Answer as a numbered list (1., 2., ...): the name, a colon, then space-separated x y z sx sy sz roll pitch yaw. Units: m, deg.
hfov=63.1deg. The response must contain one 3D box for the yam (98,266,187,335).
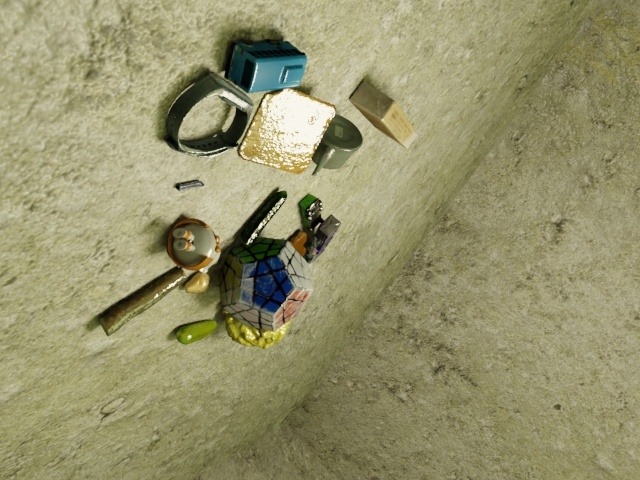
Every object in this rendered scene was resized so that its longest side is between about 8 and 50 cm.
1. yam: -0.495 0.167 1.477 0.274 0.061 0.061 -37 155 -30

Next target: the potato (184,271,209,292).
1. potato: -0.386 0.135 1.637 0.083 0.062 0.068 -17 131 -17

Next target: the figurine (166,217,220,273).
1. figurine: -0.332 0.019 1.450 0.143 0.143 0.271 -52 156 7

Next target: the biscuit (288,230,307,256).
1. biscuit: -0.151 0.080 1.997 0.290 0.041 0.208 -53 159 8

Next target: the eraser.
1. eraser: 0.224 -0.415 1.768 0.078 0.144 0.343 -54 158 9

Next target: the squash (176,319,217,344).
1. squash: -0.431 0.316 1.834 0.066 0.066 0.201 -57 163 19

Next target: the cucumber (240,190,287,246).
1. cucumber: -0.179 -0.077 1.673 0.052 0.058 0.215 38 90 -34

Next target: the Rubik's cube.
1. Rubik's cube: -0.184 0.142 1.740 0.319 0.319 0.264 -47 -176 -6

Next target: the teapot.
1. teapot: 0.032 -0.291 1.621 0.149 0.162 0.239 -59 -175 44

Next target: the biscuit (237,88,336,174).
1. biscuit: -0.089 -0.299 1.436 0.236 0.013 0.232 9 121 -41

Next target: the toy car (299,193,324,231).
1. toy car: -0.033 -0.099 1.901 0.071 0.062 0.165 -41 156 -18

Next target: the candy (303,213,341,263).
1. candy: 0.000 0.000 2.025 0.088 0.061 0.312 -44 174 -26

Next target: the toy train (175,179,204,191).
1. toy train: -0.332 -0.142 1.335 0.083 0.017 0.017 -22 138 -48

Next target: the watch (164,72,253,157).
1. watch: -0.253 -0.276 1.207 0.193 0.068 0.206 -50 155 11

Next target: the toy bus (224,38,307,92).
1. toy bus: -0.119 -0.400 1.200 0.184 0.106 0.090 -25 146 -45

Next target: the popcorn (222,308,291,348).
1. popcorn: -0.245 0.284 1.938 0.251 0.236 0.206 39 48 -45
